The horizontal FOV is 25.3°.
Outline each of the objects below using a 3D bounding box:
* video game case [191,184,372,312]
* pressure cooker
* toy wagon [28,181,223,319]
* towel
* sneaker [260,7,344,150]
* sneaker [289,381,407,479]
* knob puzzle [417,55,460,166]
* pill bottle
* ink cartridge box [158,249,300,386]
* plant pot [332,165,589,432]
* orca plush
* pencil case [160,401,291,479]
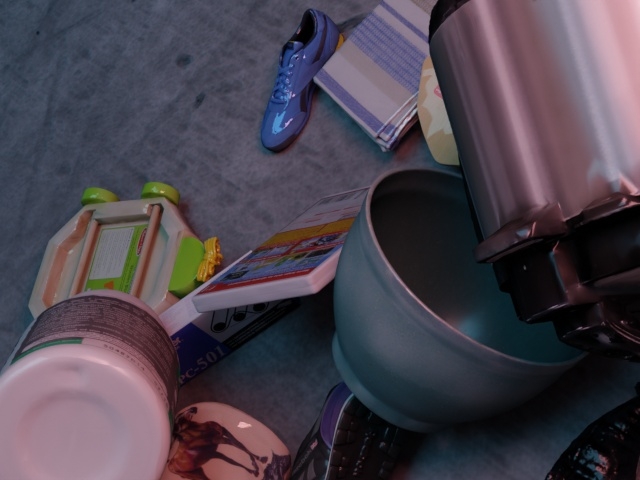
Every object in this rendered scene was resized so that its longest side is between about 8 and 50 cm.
[{"bbox_3d":[0.000,0.000,1.741,0.204,0.025,0.285,-11,19,43],"label":"video game case"},{"bbox_3d":[0.318,-0.086,1.407,0.370,0.375,0.420,-18,79,11],"label":"pressure cooker"},{"bbox_3d":[-0.268,0.049,2.018,0.344,0.068,0.267,-4,62,34],"label":"toy wagon"},{"bbox_3d":[0.132,-0.267,1.909,0.285,0.034,0.209,-47,44,4],"label":"towel"},{"bbox_3d":[-0.042,-0.229,2.010,0.069,0.082,0.209,17,76,40],"label":"sneaker"},{"bbox_3d":[0.009,0.296,1.662,0.283,0.107,0.124,-64,19,-4],"label":"sneaker"},{"bbox_3d":[0.208,-0.173,1.797,0.213,0.030,0.213,-3,77,15],"label":"knob puzzle"},{"bbox_3d":[-0.266,0.176,1.651,0.204,0.204,0.361,-45,10,6],"label":"pill bottle"},{"bbox_3d":[-0.138,0.104,1.866,0.207,0.097,0.046,-34,48,14],"label":"ink cartridge box"},{"bbox_3d":[0.131,0.088,1.578,0.196,0.293,0.293,-56,40,33],"label":"plant pot"},{"bbox_3d":[0.275,0.260,1.459,0.287,0.102,0.151,-50,46,0],"label":"orca plush"},{"bbox_3d":[-0.169,0.374,1.607,0.183,0.160,0.410,12,47,14],"label":"pencil case"}]
